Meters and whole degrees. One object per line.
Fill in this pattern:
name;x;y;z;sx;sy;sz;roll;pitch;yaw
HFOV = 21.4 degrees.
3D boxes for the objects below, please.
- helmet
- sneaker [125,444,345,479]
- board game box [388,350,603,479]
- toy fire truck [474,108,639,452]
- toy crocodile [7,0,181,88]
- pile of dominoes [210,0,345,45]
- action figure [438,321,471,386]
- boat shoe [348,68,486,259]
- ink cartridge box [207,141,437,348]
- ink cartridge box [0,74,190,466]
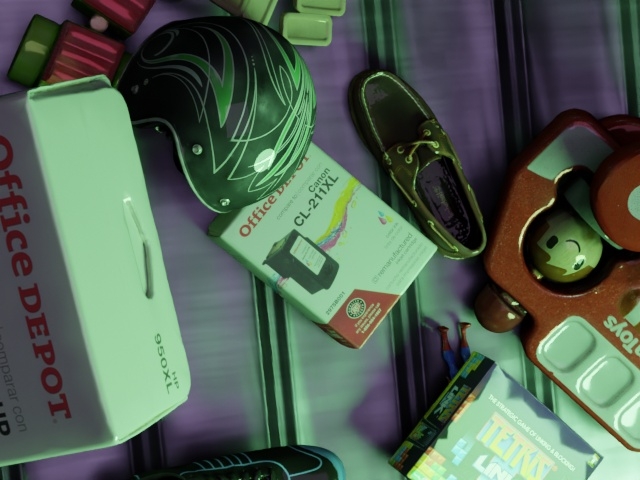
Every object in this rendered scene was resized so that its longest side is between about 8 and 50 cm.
helmet;-0.083;-0.114;1.505;0.169;0.161;0.169;-30;132;-39
sneaker;-0.091;0.239;1.558;0.232;0.090;0.081;-12;84;0
board game box;0.173;0.215;1.650;0.170;0.048;0.141;41;85;-24
toy fire truck;0.289;0.034;1.640;0.302;0.169;0.254;41;102;-11
toy crocodile;-0.190;-0.211;1.531;0.115;0.105;0.340;27;87;-13
pile of dominoes;-0.030;-0.311;1.575;0.196;0.040;0.251;31;78;-37
action figure;0.141;0.140;1.666;0.038;0.030;0.115;-12;98;-15
boat shoe;0.099;-0.076;1.623;0.073;0.073;0.207;-34;98;-7
ink cartridge box;0.000;0.000;1.602;0.175;0.072;0.127;39;84;-12
ink cartridge box;-0.339;0.046;1.390;0.395;0.166;0.285;-12;96;18
